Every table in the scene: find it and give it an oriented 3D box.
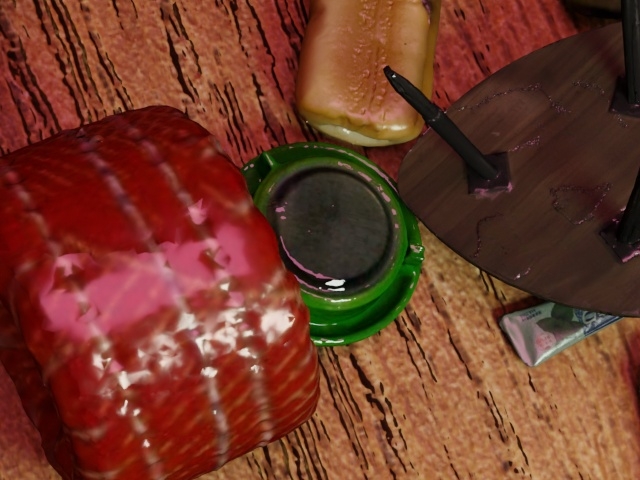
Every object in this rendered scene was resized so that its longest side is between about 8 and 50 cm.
[{"bbox_3d":[0.233,-0.104,1.604,0.317,0.249,0.317,-5,65,11],"label":"table"}]

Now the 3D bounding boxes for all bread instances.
[{"bbox_3d":[0.053,-0.237,1.818,0.142,0.091,0.305,7,72,4],"label":"bread"}]

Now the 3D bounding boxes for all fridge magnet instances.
[{"bbox_3d":[0.000,0.000,1.737,0.208,0.088,0.208,5,71,-14],"label":"fridge magnet"}]

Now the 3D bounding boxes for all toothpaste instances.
[{"bbox_3d":[0.290,0.057,1.797,0.233,0.038,0.060,-23,76,-12],"label":"toothpaste"}]

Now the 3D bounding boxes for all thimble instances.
[{"bbox_3d":[-0.168,0.055,1.565,0.231,0.350,0.350,-25,79,-16],"label":"thimble"}]

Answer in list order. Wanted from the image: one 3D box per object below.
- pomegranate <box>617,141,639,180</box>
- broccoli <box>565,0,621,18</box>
[{"bbox_3d":[0.288,-0.052,1.787,0.169,0.148,0.148,25,69,27],"label":"pomegranate"},{"bbox_3d":[0.330,-0.381,1.843,0.298,0.297,0.297,-2,110,-10],"label":"broccoli"}]
